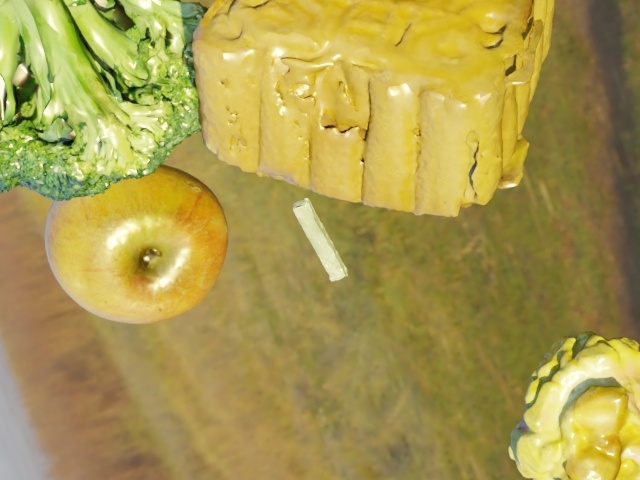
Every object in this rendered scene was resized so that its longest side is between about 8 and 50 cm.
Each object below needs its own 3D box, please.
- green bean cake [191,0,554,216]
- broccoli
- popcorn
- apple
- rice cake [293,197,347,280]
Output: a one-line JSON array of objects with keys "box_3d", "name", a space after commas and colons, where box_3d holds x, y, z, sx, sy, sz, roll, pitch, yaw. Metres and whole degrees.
[{"box_3d": [0.046, -0.142, 0.950, 0.131, 0.224, 0.229, 88, -161, -47], "name": "green bean cake"}, {"box_3d": [-0.227, -0.157, 1.224, 0.265, 0.294, 0.245, -105, -9, -52], "name": "broccoli"}, {"box_3d": [0.221, 0.144, 1.122, 0.126, 0.145, 0.125, 20, 145, 49], "name": "popcorn"}, {"box_3d": [-0.190, -0.002, 1.408, 0.155, 0.182, 0.182, -138, 30, -66], "name": "apple"}, {"box_3d": [0.000, 0.000, 1.628, 0.021, 0.022, 0.121, -87, -25, -52], "name": "rice cake"}]
